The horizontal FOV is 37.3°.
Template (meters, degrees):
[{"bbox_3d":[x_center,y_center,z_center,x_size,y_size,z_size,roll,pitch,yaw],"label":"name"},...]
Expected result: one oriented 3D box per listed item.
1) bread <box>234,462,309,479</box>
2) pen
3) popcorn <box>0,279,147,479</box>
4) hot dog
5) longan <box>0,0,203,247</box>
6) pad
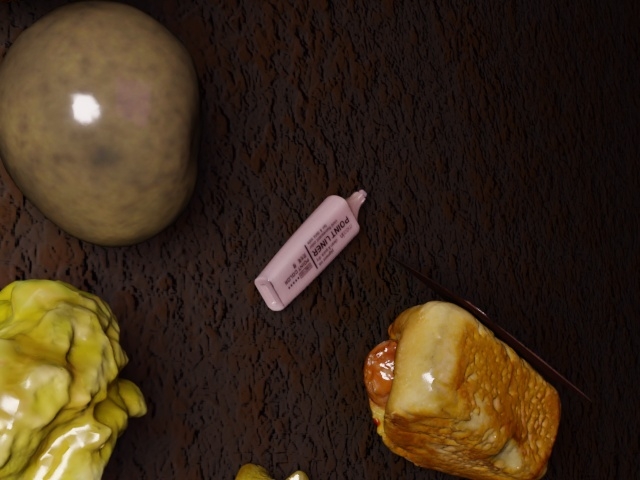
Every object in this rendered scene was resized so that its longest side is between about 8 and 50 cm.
[{"bbox_3d":[-0.030,0.303,0.866,0.149,0.065,0.187,32,56,-47],"label":"bread"},{"bbox_3d":[0.000,0.000,0.992,0.197,0.032,0.053,-49,118,-42],"label":"pen"},{"bbox_3d":[-0.208,0.116,0.613,0.197,0.198,0.155,-36,110,-47],"label":"popcorn"},{"bbox_3d":[0.138,0.165,1.019,0.257,0.153,0.150,39,59,-37],"label":"hot dog"},{"bbox_3d":[-0.164,-0.085,0.717,0.167,0.167,0.187,-47,127,-44],"label":"longan"},{"bbox_3d":[0.173,0.088,1.010,0.181,0.267,0.004,39,90,-16],"label":"pad"}]
